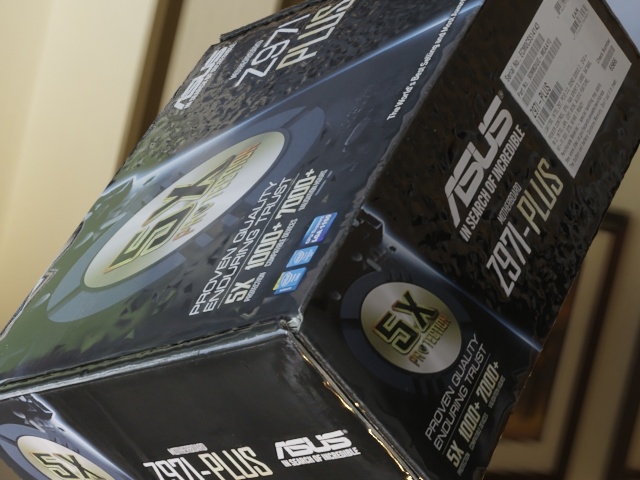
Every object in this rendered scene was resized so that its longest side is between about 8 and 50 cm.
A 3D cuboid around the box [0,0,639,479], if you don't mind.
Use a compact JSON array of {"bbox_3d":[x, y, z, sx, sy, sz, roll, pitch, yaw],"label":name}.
[{"bbox_3d":[0.000,0.000,0.533,0.147,0.180,0.077,-15,124,44],"label":"box"}]
